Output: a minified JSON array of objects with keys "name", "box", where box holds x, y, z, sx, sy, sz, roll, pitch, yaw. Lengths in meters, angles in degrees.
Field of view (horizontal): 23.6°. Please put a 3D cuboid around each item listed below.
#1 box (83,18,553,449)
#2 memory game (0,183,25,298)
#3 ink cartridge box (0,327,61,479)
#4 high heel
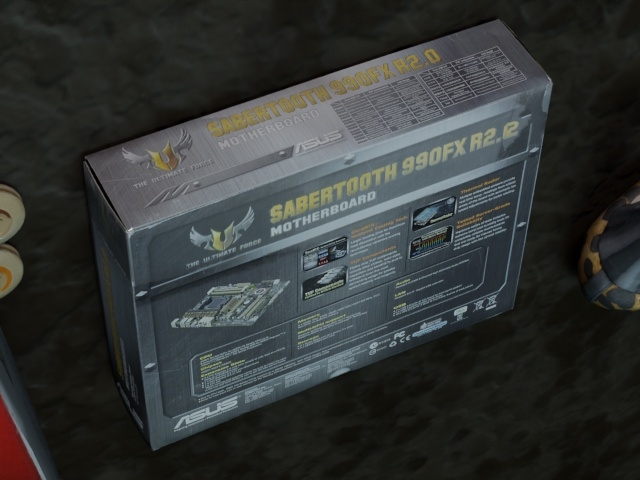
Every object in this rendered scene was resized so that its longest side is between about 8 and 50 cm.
[{"name":"box","box":[0.000,0.000,0.796,0.231,0.056,0.183,-21,142,-17]},{"name":"memory game","box":[-0.219,0.018,0.687,0.186,0.012,0.186,-20,143,-17]},{"name":"ink cartridge box","box":[-0.271,0.131,0.663,0.309,0.130,0.272,-22,146,-10]},{"name":"high heel","box":[0.275,-0.049,0.960,0.261,0.093,0.186,-29,169,-26]}]
